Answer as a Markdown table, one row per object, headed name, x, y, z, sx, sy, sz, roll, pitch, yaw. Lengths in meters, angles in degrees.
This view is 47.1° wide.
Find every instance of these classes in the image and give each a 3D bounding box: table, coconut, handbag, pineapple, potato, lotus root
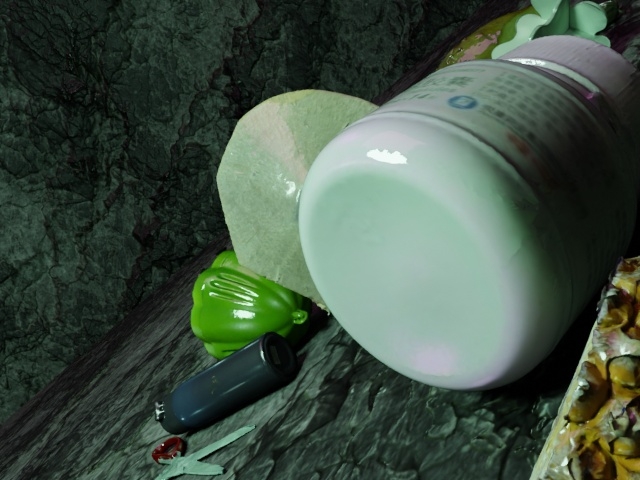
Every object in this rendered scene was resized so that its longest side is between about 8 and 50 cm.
| name | x | y | z | sx | sy | sz | roll | pitch | yaw |
| --- | --- | --- | --- | --- | --- | --- | --- | --- | --- |
| table | 0.351 | -0.281 | 1.188 | 0.198 | 0.166 | 0.166 | -51 | 14 | -14 |
| coconut | 0.009 | -0.058 | 1.011 | 0.297 | 0.297 | 0.309 | -38 | 0 | 11 |
| handbag | 0.524 | -0.422 | 1.402 | 0.111 | 0.047 | 0.072 | -27 | 12 | 48 |
| pineapple | 0.188 | 0.103 | 0.365 | 0.176 | 0.136 | 0.162 | -53 | -27 | -31 |
| potato | 0.373 | -0.394 | 1.548 | 0.298 | 0.141 | 0.176 | -39 | 21 | 9 |
| lotus root | -0.077 | 0.105 | 1.098 | 0.186 | 0.186 | 0.186 | -38 | 12 | 9 |

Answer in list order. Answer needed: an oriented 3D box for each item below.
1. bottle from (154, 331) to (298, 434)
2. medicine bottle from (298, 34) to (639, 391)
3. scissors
| name | x | y | z | sx | sy | sz | roll | pitch | yaw |
| --- | --- | --- | --- | --- | --- | --- | --- | --- | --- |
| bottle | -0.140 | 0.212 | 1.059 | 0.244 | 0.082 | 0.072 | -32 | 56 | 29 |
| medicine bottle | 0.156 | -0.041 | 0.655 | 0.302 | 0.241 | 0.241 | -37 | 7 | -37 |
| scissors | -0.185 | 0.304 | 0.998 | 0.247 | 0.017 | 0.144 | -29 | 16 | 39 |
